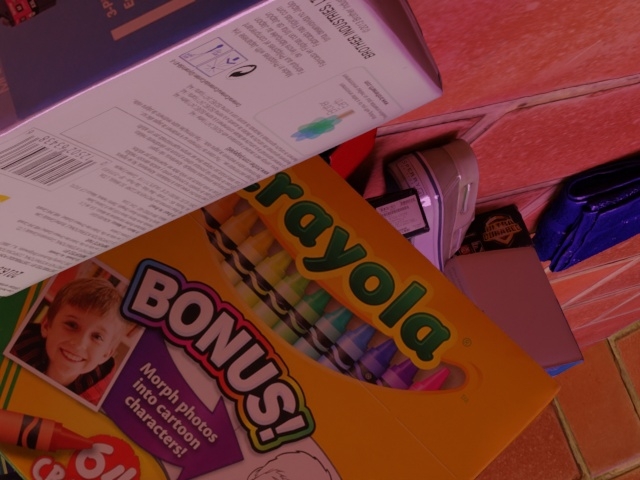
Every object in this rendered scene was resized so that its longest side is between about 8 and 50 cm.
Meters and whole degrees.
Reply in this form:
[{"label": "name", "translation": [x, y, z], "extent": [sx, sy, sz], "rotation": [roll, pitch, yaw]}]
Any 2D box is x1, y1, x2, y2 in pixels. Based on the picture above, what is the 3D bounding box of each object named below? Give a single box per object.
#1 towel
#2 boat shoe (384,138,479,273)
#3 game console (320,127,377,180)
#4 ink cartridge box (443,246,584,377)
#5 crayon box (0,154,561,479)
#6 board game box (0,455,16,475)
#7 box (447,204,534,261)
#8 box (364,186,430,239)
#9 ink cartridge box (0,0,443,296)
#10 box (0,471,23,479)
[{"label": "towel", "translation": [0.427, -0.045, 2.133], "extent": [0.228, 0.076, 0.308], "rotation": [-19, 166, -7]}, {"label": "boat shoe", "translation": [0.130, -0.024, 1.692], "extent": [0.094, 0.109, 0.302], "rotation": [-23, 164, -5]}, {"label": "game console", "translation": [-0.012, -0.083, 1.431], "extent": [0.124, 0.085, 0.144], "rotation": [10, 165, 2]}, {"label": "ink cartridge box", "translation": [0.184, 0.138, 1.972], "extent": [0.168, 0.171, 0.233], "rotation": [-7, 157, -45]}, {"label": "crayon box", "translation": [-0.066, 0.098, 1.103], "extent": [0.313, 0.363, 0.106], "rotation": [-45, 169, -8]}, {"label": "board game box", "translation": [-0.218, 0.380, 1.671], "extent": [0.356, 0.356, 0.356], "rotation": [-20, 143, 9]}, {"label": "box", "translation": [0.107, 0.067, 2.082], "extent": [0.293, 0.073, 0.295], "rotation": [-17, 165, -23]}, {"label": "box", "translation": [0.000, 0.000, 1.573], "extent": [0.175, 0.051, 0.220], "rotation": [-19, -177, -12]}, {"label": "ink cartridge box", "translation": [-0.155, -0.093, 0.870], "extent": [0.395, 0.151, 0.270], "rotation": [-26, 166, 11]}, {"label": "box", "translation": [-0.337, 0.274, 1.299], "extent": [0.395, 0.097, 0.318], "rotation": [-19, 168, 21]}]
